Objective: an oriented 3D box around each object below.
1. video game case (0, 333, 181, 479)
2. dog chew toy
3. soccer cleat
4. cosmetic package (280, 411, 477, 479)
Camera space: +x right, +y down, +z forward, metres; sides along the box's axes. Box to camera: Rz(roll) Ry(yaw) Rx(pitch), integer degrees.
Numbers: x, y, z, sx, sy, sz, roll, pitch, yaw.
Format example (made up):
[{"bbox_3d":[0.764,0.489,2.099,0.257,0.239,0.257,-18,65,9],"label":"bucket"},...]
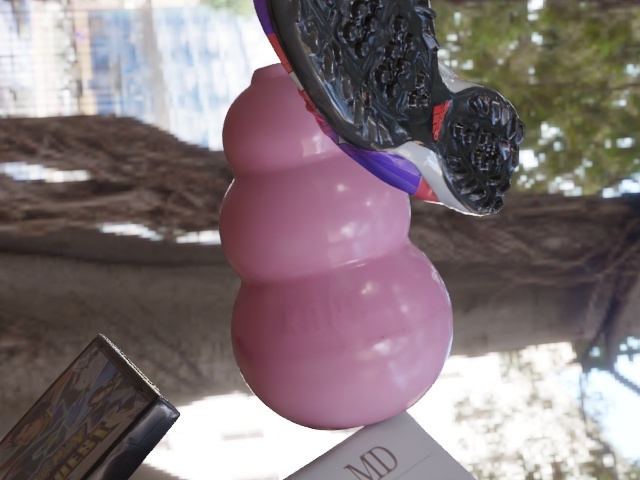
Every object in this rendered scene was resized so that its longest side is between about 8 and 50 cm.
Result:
[{"bbox_3d":[-0.262,0.223,1.128,0.035,0.275,0.248,44,-9,-22],"label":"video game case"},{"bbox_3d":[0.000,0.000,1.119,0.206,0.206,0.332,-162,-122,-77],"label":"dog chew toy"},{"bbox_3d":[0.025,-0.100,0.768,0.318,0.116,0.108,32,75,-57],"label":"soccer cleat"},{"bbox_3d":[0.047,0.426,1.039,0.393,0.329,0.327,43,-57,18],"label":"cosmetic package"}]
